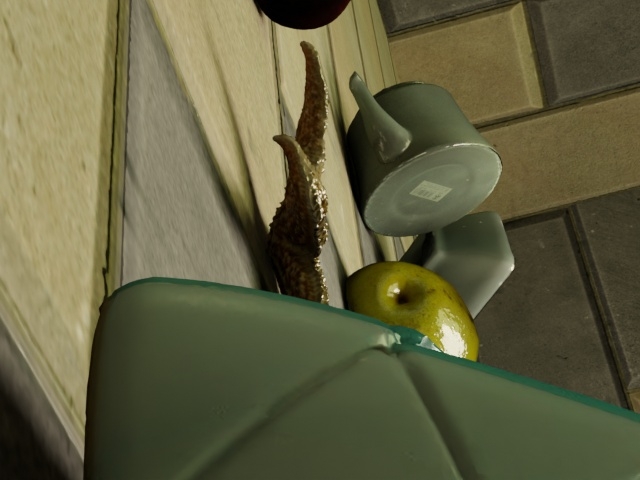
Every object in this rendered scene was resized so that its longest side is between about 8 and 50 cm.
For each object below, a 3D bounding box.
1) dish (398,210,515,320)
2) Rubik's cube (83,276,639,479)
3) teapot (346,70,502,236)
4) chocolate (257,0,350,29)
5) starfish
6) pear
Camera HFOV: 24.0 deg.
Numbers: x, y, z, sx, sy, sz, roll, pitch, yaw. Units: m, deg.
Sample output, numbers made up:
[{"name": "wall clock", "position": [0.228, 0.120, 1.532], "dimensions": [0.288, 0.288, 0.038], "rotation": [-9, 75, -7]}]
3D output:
[{"name": "dish", "position": [0.131, 0.045, 1.718], "dimensions": [0.080, 0.182, 0.243], "rotation": [36, 13, -7]}, {"name": "Rubik's cube", "position": [0.042, 0.094, 0.408], "dimensions": [0.254, 0.254, 0.254], "rotation": [-14, 90, -83]}, {"name": "teapot", "position": [0.101, -0.105, 1.667], "dimensions": [0.239, 0.162, 0.149], "rotation": [31, 30, -55]}, {"name": "chocolate", "position": [-0.007, -0.216, 1.158], "dimensions": [0.148, 0.125, 0.080], "rotation": [74, 22, -53]}, {"name": "starfish", "position": [-0.008, 0.002, 0.902], "dimensions": [0.213, 0.057, 0.238], "rotation": [81, 1, -73]}, {"name": "pear", "position": [0.082, 0.079, 1.297], "dimensions": [0.141, 0.104, 0.141], "rotation": [-12, 90, -87]}]
